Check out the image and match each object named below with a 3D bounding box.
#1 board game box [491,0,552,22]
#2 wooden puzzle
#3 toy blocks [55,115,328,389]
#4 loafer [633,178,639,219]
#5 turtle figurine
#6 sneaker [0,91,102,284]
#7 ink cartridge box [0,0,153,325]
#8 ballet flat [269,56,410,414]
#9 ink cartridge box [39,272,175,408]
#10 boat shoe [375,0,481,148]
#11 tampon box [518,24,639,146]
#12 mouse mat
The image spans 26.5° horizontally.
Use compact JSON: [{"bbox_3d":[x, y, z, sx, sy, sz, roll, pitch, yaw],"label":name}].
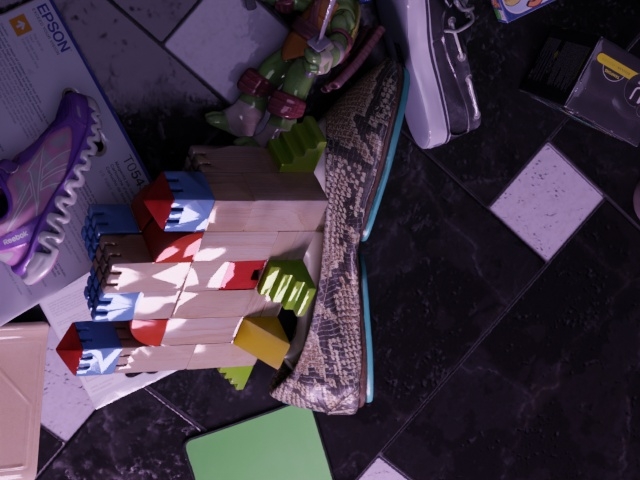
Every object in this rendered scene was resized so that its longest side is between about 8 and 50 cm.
[{"bbox_3d":[0.302,-0.389,1.779,0.201,0.035,0.136,-27,109,-6],"label":"board game box"},{"bbox_3d":[-0.461,0.214,1.727,0.221,0.044,0.239,-1,108,-34],"label":"wooden puzzle"},{"bbox_3d":[-0.166,0.026,1.608,0.261,0.191,0.381,0,134,-29],"label":"toy blocks"},{"bbox_3d":[0.583,-0.152,1.858,0.134,0.130,0.366,30,96,-19],"label":"loafer"},{"bbox_3d":[-0.059,-0.245,1.650,0.198,0.274,0.266,32,101,15],"label":"turtle figurine"},{"bbox_3d":[-0.328,-0.073,1.558,0.104,0.095,0.236,25,69,-21],"label":"sneaker"},{"bbox_3d":[-0.386,-0.084,1.613,0.330,0.071,0.324,-34,101,-36],"label":"ink cartridge box"},{"bbox_3d":[0.000,0.000,1.752,0.182,0.164,0.483,5,107,-6],"label":"ballet flat"},{"bbox_3d":[-0.261,0.075,1.761,0.189,0.066,0.232,-25,117,-6],"label":"ink cartridge box"},{"bbox_3d":[0.146,-0.270,1.734,0.105,0.113,0.306,-21,111,-14],"label":"boat shoe"},{"bbox_3d":[0.357,-0.205,1.774,0.120,0.161,0.101,25,97,-19],"label":"tampon box"},{"bbox_3d":[-0.083,0.313,1.885,0.189,0.007,0.153,-18,108,-10],"label":"mouse mat"}]
